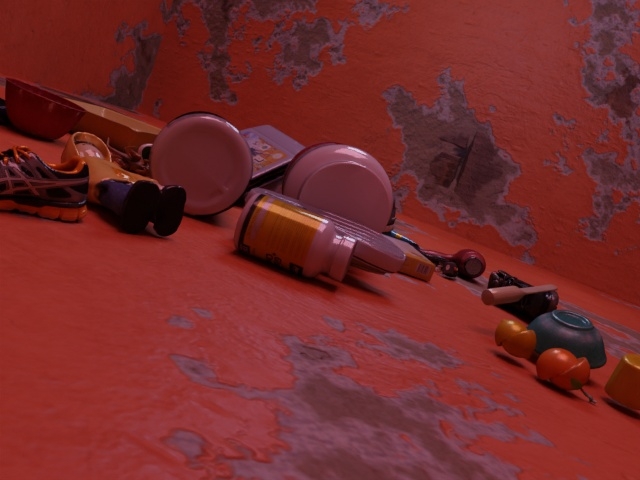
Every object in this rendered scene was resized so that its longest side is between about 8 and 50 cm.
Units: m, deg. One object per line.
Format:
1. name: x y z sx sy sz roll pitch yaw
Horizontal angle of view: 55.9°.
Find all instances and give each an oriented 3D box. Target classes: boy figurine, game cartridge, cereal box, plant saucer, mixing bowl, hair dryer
1. boy figurine: -0.323 -0.094 0.959 0.177 0.092 0.285 7 19 -46
2. game cartridge: -0.186 -0.205 1.533 0.198 0.062 0.297 38 50 27
3. cereal box: 0.161 0.024 1.458 0.173 0.047 0.240 19 8 -10
4. plant saucer: -0.610 -0.329 1.786 0.333 0.080 0.333 22 8 11
5. mixing bowl: -0.649 -0.294 1.399 0.182 0.098 0.181 25 8 -4
6. hair dryer: 0.349 0.040 1.679 0.224 0.080 0.294 27 10 40

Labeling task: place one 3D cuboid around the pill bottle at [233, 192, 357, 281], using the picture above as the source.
1. pill bottle: -0.039 -0.001 0.977 0.184 0.103 0.103 21 9 7

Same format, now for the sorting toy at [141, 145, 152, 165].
1. sorting toy: -0.382 -0.185 1.453 0.102 0.061 0.042 48 35 -3

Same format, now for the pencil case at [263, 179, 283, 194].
1. pencil case: -0.177 -0.158 1.604 0.273 0.113 0.124 23 13 19

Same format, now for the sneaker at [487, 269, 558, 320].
1. sneaker: 0.446 0.128 1.352 0.131 0.087 0.227 18 6 1

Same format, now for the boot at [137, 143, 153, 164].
1. boot: -0.406 -0.203 1.555 0.086 0.069 0.190 18 -3 39

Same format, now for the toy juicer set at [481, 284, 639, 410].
1. toy juicer set: 0.364 0.162 0.984 0.210 0.089 0.329 5 20 -12

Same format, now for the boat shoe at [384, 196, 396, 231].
1. boat shoe: 0.070 -0.083 1.623 0.320 0.098 0.116 1 22 -30

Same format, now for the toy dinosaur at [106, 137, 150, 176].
1. toy dinosaur: -0.447 -0.185 1.395 0.212 0.064 0.112 31 -8 10

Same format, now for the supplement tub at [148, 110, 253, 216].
1. supplement tub: -0.246 -0.168 1.244 0.194 0.193 0.316 18 9 -16

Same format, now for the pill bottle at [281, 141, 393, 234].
1. pill bottle: 0.030 -0.097 1.313 0.229 0.228 0.407 19 9 -7

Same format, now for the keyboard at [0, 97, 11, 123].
1. keyboard: -0.831 -0.336 1.494 0.202 0.033 0.317 25 6 -17

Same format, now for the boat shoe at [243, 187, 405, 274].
1. boat shoe: 0.000 0.000 1.079 0.303 0.094 0.109 23 19 3

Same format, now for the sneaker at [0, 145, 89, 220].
1. sneaker: -0.391 -0.082 0.753 0.084 0.083 0.215 29 13 37

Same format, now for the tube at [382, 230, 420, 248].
1. tube: 0.186 -0.017 1.737 0.207 0.052 0.080 22 1 18
